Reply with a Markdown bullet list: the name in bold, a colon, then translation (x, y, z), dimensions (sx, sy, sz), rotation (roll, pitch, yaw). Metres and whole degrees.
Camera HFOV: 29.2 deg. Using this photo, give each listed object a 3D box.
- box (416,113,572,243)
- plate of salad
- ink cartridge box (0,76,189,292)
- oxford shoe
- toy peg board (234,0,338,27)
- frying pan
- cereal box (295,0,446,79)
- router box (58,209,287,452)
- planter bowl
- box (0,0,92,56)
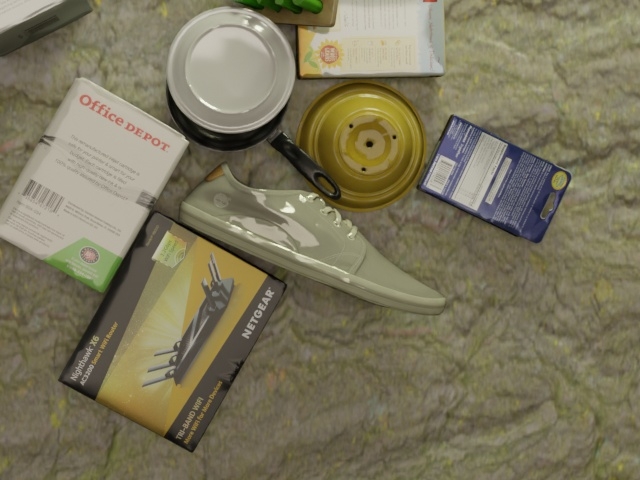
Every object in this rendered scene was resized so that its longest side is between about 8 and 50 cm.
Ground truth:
- **box**: translation (0.287, -0.098, 2.018), dimensions (0.225, 0.036, 0.136), rotation (26, 90, -6)
- **plate of salad**: translation (-0.139, -0.263, 1.906), dimensions (0.200, 0.048, 0.199), rotation (0, 86, -4)
- **ink cartridge box**: translation (-0.354, -0.087, 1.903), dimensions (0.198, 0.115, 0.272), rotation (30, 89, -8)
- **oxford shoe**: translation (0.000, 0.000, 1.930), dimensions (0.449, 0.169, 0.130), rotation (24, 88, -2)
- **toy peg board**: translation (-0.054, -0.421, 1.903), dimensions (0.161, 0.079, 0.160), rotation (9, 92, 26)
- **frying pan**: translation (-0.086, -0.212, 1.949), dimensions (0.326, 0.053, 0.197), rotation (22, 87, -3)
- **cereal box**: translation (0.080, -0.347, 1.976), dimensions (0.240, 0.047, 0.172), rotation (-1, 91, -7)
- **router box**: translation (-0.233, 0.142, 1.946), dimensions (0.243, 0.081, 0.308), rotation (29, 89, -7)
- **planter bowl**: translation (0.073, -0.152, 1.964), dimensions (0.217, 0.090, 0.217), rotation (0, 93, -7)
- **box**: translation (-0.498, -0.470, 1.817), dimensions (0.168, 0.215, 0.345), rotation (-28, 95, -4)
